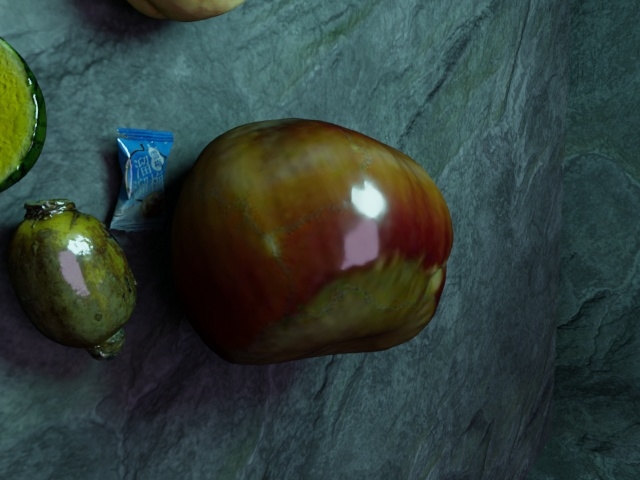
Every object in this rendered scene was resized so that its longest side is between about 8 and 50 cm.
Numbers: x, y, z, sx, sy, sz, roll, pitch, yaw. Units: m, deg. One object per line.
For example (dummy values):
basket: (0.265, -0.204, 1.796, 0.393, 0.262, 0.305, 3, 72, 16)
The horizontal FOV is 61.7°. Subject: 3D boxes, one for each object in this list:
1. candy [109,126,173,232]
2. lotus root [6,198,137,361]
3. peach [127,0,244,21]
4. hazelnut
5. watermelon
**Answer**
candy: (-0.229, -0.073, 0.682, 0.088, 0.038, 0.136, -14, 116, -61)
lotus root: (-0.273, 0.050, 0.592, 0.120, 0.120, 0.209, -34, 122, -39)
peach: (-0.154, -0.334, 0.601, 0.184, 0.184, 0.184, -14, 109, -47)
hazelnut: (0.000, 0.000, 0.734, 0.410, 0.360, 0.358, 2, 97, -58)
watermelon: (-0.319, -0.117, 0.535, 0.092, 0.075, 0.181, 13, 90, -46)
